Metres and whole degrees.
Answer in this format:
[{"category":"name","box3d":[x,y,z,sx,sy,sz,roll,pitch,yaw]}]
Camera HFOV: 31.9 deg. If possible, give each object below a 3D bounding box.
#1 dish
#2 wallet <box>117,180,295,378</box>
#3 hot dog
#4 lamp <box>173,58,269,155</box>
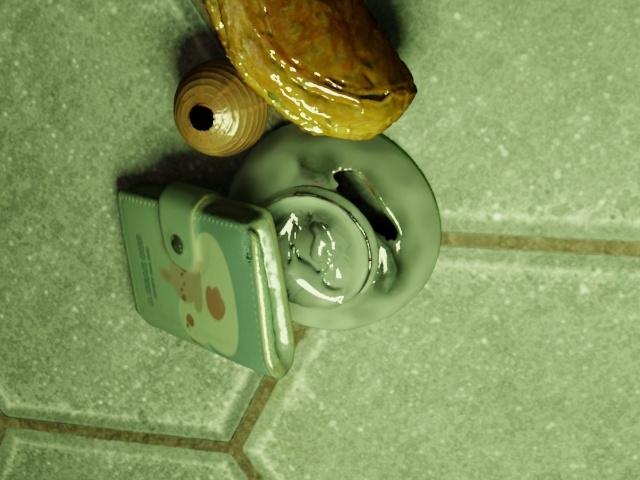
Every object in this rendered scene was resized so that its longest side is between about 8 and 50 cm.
[{"category":"dish","box3d":[0.000,0.000,1.580,0.324,0.124,0.324,7,116,16]},{"category":"wallet","box3d":[-0.172,0.041,1.610,0.360,0.083,0.252,15,117,47]},{"category":"hot dog","box3d":[-0.042,-0.288,1.394,0.174,0.267,0.387,-34,102,9]},{"category":"lamp","box3d":[-0.137,-0.183,1.543,0.136,0.136,0.136,7,115,16]}]
